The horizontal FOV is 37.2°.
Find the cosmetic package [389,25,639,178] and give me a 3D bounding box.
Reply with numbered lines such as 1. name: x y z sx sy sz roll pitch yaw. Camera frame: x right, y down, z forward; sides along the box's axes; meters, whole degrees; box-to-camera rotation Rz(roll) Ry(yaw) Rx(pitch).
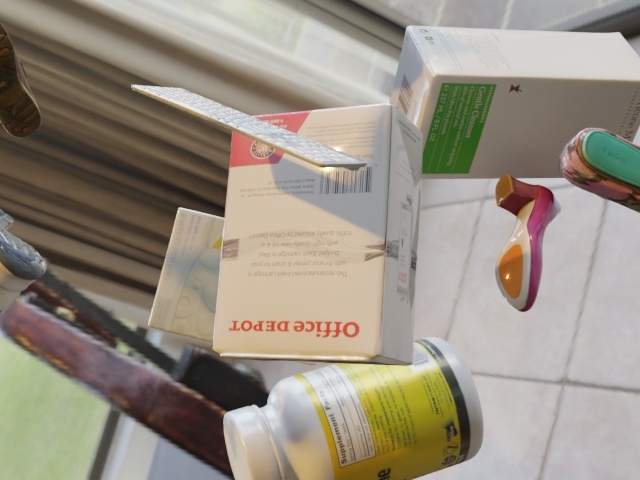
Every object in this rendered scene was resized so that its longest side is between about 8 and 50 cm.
1. cosmetic package: 0.304 -0.213 1.476 0.155 0.366 0.196 -106 19 -47

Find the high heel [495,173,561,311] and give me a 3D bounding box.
1. high heel: 0.316 0.014 1.383 0.082 0.117 0.244 -50 28 38

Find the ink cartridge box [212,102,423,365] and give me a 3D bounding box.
1. ink cartridge box: 0.000 0.000 1.091 0.207 0.117 0.282 -1 78 25

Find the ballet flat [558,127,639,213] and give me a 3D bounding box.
1. ballet flat: 0.358 -0.053 1.021 0.079 0.222 0.076 122 171 -72

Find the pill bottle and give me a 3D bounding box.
1. pill bottle: 0.043 0.264 1.335 0.188 0.334 0.187 166 90 -73

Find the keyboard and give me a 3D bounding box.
1. keyboard: -0.074 -0.112 0.915 0.256 0.072 0.014 25 103 33

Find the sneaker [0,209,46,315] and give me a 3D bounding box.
1. sneaker: -0.444 0.012 1.174 0.129 0.111 0.297 -53 36 1

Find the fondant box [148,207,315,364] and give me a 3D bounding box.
1. fondant box: -0.146 0.091 1.855 0.096 0.330 0.238 152 132 -80

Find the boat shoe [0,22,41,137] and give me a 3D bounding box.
1. boat shoe: -0.426 -0.223 1.258 0.060 0.064 0.178 -136 25 -65
